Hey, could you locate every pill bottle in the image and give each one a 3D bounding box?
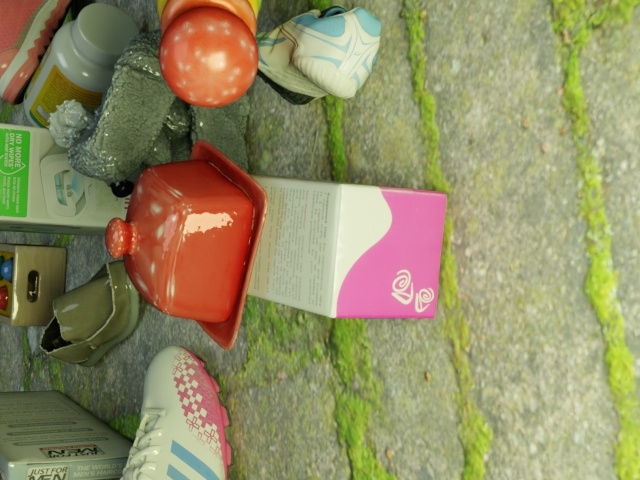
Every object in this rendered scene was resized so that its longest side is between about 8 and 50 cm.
[{"bbox_3d":[-0.333,-0.236,1.501,0.208,0.118,0.117,-43,52,48],"label":"pill bottle"}]

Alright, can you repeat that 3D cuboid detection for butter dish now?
[{"bbox_3d":[-0.134,-0.001,0.952,0.160,0.118,0.159,40,121,52],"label":"butter dish"}]

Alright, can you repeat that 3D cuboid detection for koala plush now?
[{"bbox_3d":[-0.203,-0.127,1.238,0.221,0.196,0.203,-19,60,56],"label":"koala plush"}]

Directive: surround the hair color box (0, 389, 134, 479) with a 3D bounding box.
[{"bbox_3d":[-0.398,0.304,1.486,0.374,0.185,0.113,10,97,58],"label":"hair color box"}]

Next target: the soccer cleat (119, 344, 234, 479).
[{"bbox_3d":[-0.168,0.258,1.167,0.116,0.143,0.331,-52,46,42],"label":"soccer cleat"}]

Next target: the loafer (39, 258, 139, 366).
[{"bbox_3d":[-0.322,0.107,1.478,0.251,0.088,0.094,-49,48,44],"label":"loafer"}]

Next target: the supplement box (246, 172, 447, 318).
[{"bbox_3d":[0.000,0.000,0.956,0.220,0.111,0.113,8,94,58],"label":"supplement box"}]

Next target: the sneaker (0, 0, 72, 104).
[{"bbox_3d":[-0.459,-0.357,1.630,0.116,0.136,0.313,-44,26,49],"label":"sneaker"}]

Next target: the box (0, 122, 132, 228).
[{"bbox_3d":[-0.359,-0.076,1.421,0.262,0.231,0.126,-3,84,57],"label":"box"}]

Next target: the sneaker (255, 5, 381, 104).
[{"bbox_3d":[-0.011,-0.184,1.038,0.086,0.085,0.237,-54,26,-8],"label":"sneaker"}]

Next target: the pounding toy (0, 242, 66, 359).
[{"bbox_3d":[-0.460,0.098,1.692,0.206,0.094,0.181,4,90,58],"label":"pounding toy"}]

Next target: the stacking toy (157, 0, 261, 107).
[{"bbox_3d":[-0.114,-0.240,1.045,0.330,0.141,0.141,-95,27,-51],"label":"stacking toy"}]
